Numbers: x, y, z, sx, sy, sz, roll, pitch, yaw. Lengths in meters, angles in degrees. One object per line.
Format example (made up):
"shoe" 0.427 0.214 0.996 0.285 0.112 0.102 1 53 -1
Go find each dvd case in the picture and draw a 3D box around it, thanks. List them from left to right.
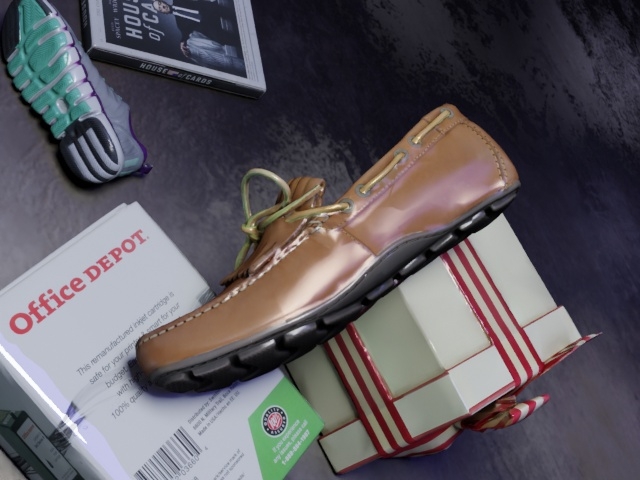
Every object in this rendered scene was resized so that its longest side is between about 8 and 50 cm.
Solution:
"dvd case" -0.185 -0.281 1.118 0.238 0.029 0.179 8 60 -37

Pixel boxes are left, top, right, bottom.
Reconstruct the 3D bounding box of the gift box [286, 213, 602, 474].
"gift box" 0.130 0.096 1.001 0.276 0.255 0.258 -19 77 -38

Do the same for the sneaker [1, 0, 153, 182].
"sneaker" -0.263 -0.162 0.967 0.224 0.083 0.098 64 22 6

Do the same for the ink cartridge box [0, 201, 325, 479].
"ink cartridge box" -0.168 0.141 0.817 0.289 0.121 0.211 51 45 -4

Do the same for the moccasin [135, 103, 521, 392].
"moccasin" 0.000 -0.001 0.789 0.380 0.139 0.147 -35 79 -12
